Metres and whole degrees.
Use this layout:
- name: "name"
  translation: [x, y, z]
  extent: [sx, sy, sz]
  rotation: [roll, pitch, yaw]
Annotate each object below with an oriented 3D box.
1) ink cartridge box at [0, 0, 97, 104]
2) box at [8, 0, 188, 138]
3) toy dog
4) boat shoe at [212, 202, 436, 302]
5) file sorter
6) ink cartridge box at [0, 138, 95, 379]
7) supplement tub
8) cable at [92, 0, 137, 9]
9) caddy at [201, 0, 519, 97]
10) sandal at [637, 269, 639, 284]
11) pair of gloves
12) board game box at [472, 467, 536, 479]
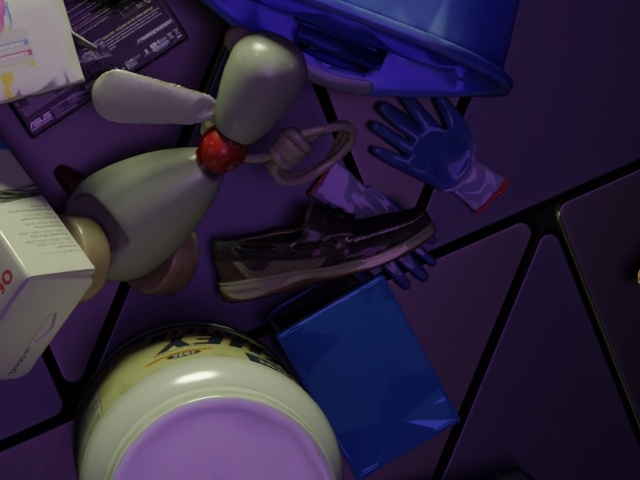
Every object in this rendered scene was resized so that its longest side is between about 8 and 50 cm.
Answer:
- name: "ink cartridge box"
  translation: [-0.276, -0.172, 1.618]
  extent: [0.143, 0.092, 0.090]
  rotation: [-16, 97, -8]
- name: "box"
  translation: [-0.241, -0.205, 1.707]
  extent: [0.180, 0.077, 0.147]
  rotation: [-34, 100, -5]
- name: "toy dog"
  translation: [-0.150, -0.084, 1.676]
  extent: [0.333, 0.220, 0.161]
  rotation: [-39, 64, 7]
- name: "boat shoe"
  translation: [-0.001, 0.000, 1.754]
  extent: [0.223, 0.080, 0.073]
  rotation: [-17, 102, 7]
- name: "file sorter"
  translation: [0.038, 0.124, 1.766]
  extent: [0.118, 0.104, 0.170]
  rotation: [-30, 105, -5]
- name: "ink cartridge box"
  translation: [-0.318, 0.009, 1.638]
  extent: [0.203, 0.086, 0.148]
  rotation: [51, 121, 25]
- name: "supplement tub"
  translation: [-0.107, 0.210, 1.646]
  extent: [0.235, 0.325, 0.235]
  rotation: [-1, 96, -10]
- name: "cable"
  translation: [-0.168, -0.299, 1.613]
  extent: [0.184, 0.150, 0.047]
  rotation: [-63, 145, -13]
- name: "caddy"
  translation: [0.030, -0.229, 1.669]
  extent: [0.341, 0.241, 0.179]
  rotation: [19, 88, -10]
- name: "sandal"
  translation: [0.413, -0.058, 1.818]
  extent: [0.265, 0.102, 0.076]
  rotation: [-42, 103, -1]
- name: "pair of gloves"
  translation: [0.085, -0.049, 1.806]
  extent: [0.159, 0.023, 0.198]
  rotation: [42, 87, -11]
- name: "board game box"
  translation: [0.138, 0.433, 1.835]
  extent: [0.233, 0.078, 0.347]
  rotation: [-12, 98, -8]
